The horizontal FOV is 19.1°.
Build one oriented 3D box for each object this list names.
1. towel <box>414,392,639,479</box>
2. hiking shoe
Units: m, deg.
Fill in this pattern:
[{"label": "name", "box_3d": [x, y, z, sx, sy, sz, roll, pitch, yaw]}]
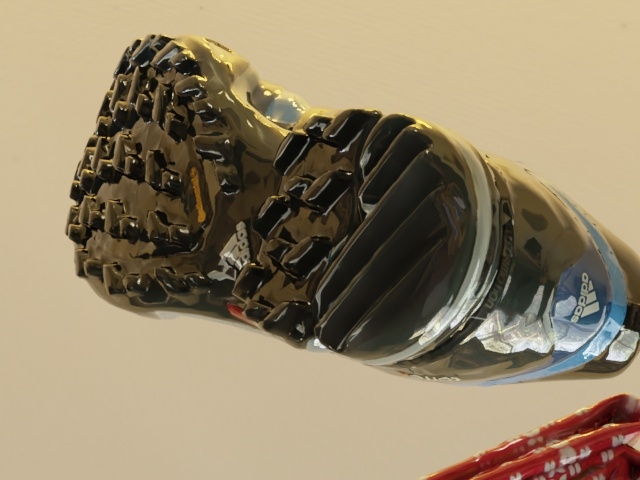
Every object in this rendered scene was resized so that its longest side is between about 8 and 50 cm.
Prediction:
[{"label": "towel", "box_3d": [-0.057, 0.130, 0.469, 0.275, 0.199, 0.031, -21, -110, -20]}, {"label": "hiking shoe", "box_3d": [0.000, 0.000, 0.734, 0.132, 0.304, 0.113, 21, -87, -32]}]
